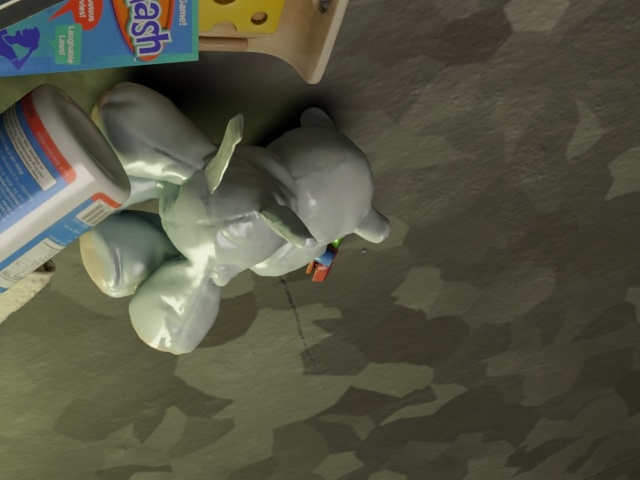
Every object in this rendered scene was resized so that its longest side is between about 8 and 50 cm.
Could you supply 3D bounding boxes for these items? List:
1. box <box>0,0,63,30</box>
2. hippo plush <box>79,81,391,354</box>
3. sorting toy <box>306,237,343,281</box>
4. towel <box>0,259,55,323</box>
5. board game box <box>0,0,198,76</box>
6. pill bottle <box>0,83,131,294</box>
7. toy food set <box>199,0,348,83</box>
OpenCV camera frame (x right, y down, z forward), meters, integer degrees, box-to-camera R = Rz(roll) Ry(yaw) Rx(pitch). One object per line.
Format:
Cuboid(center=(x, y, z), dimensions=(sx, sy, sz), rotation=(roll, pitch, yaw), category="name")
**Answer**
Cuboid(center=(-0.163, -0.296, 0.839), dimensions=(0.296, 0.183, 0.294), rotation=(-22, 152, 15), category="box")
Cuboid(center=(-0.074, -0.060, 1.432), dimensions=(0.236, 0.234, 0.294), rotation=(-25, 169, -45), category="hippo plush")
Cuboid(center=(0.000, 0.000, 1.613), dimensions=(0.042, 0.061, 0.102), rotation=(24, 124, 3), category="sorting toy")
Cuboid(center=(-0.411, 0.051, 1.455), dimensions=(0.187, 0.049, 0.282), rotation=(-39, 148, 25), category="towel")
Cuboid(center=(-0.193, -0.206, 1.135), dimensions=(0.210, 0.047, 0.160), rotation=(-9, 112, -26), category="board game box")
Cuboid(center=(-0.282, -0.023, 1.311), dimensions=(0.221, 0.124, 0.124), rotation=(-35, 139, 6), category="pill bottle")
Cuboid(center=(-0.119, -0.218, 1.274), dimensions=(0.306, 0.092, 0.220), rotation=(-1, 137, -20), category="toy food set")
